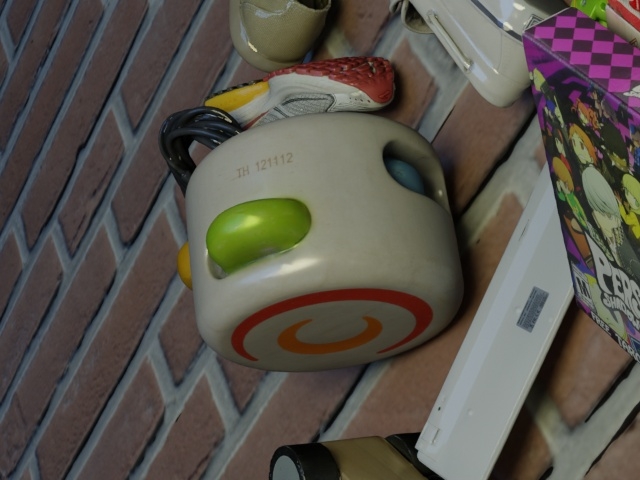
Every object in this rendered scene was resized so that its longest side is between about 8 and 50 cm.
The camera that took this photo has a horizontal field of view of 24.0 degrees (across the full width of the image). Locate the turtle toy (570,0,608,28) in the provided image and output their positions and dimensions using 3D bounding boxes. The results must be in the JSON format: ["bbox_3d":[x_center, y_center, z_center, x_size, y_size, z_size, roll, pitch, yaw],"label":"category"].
[{"bbox_3d":[0.194,-0.163,0.945,0.095,0.066,0.130,49,123,54],"label":"turtle toy"}]

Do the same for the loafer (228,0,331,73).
[{"bbox_3d":[-0.028,-0.278,1.311,0.092,0.102,0.268,-26,64,48],"label":"loafer"}]

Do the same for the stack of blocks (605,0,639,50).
[{"bbox_3d":[0.213,-0.148,0.739,0.171,0.087,0.297,-122,13,-49],"label":"stack of blocks"}]

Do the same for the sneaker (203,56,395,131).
[{"bbox_3d":[-0.010,-0.098,1.257,0.225,0.088,0.092,-13,91,56],"label":"sneaker"}]

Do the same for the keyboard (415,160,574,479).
[{"bbox_3d":[0.135,0.043,0.995,0.072,0.014,0.256,29,96,51],"label":"keyboard"}]

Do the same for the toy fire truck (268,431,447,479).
[{"bbox_3d":[0.028,0.281,1.024,0.217,0.159,0.246,37,124,55],"label":"toy fire truck"}]

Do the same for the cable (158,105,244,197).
[{"bbox_3d":[-0.069,-0.035,1.275,0.184,0.047,0.150,47,160,14],"label":"cable"}]

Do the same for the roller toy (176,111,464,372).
[{"bbox_3d":[0.000,0.000,1.090,0.209,0.191,0.146,115,150,-61],"label":"roller toy"}]

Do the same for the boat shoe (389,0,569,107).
[{"bbox_3d":[0.089,-0.193,1.105,0.088,0.096,0.267,-58,46,23],"label":"boat shoe"}]

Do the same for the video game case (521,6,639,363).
[{"bbox_3d":[0.197,0.010,0.802,0.232,0.042,0.210,50,162,51],"label":"video game case"}]
